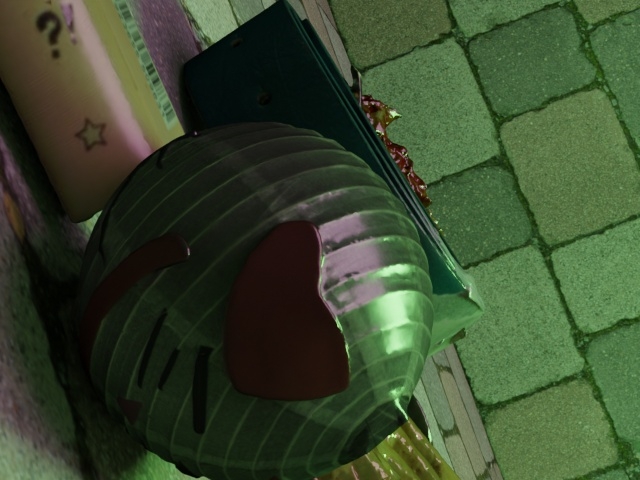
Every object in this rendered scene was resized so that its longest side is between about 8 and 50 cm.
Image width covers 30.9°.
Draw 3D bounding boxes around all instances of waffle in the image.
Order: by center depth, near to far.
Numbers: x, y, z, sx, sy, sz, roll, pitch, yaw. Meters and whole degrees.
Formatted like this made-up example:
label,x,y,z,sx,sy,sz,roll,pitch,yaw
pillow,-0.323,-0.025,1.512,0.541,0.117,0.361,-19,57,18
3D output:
label,x,y,z,sx,sy,sz,roll,pitch,yaw
waffle,0.058,0.226,1.138,0.304,0.077,0.348,52,6,2

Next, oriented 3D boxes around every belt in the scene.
label,x,y,z,sx,sy,sz,roll,pitch,yaw
belt,0.016,-0.062,1.285,0.436,0.173,0.300,63,10,21

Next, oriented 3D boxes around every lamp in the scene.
label,x,y,z,sx,sy,sz,roll,pitch,yaw
lamp,-0.036,0.044,0.726,0.265,0.233,0.233,89,-12,-54

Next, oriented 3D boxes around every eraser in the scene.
label,x,y,z,sx,sy,sz,roll,pitch,yaw
eraser,-0.189,-0.171,0.788,0.171,0.087,0.290,-86,155,-73

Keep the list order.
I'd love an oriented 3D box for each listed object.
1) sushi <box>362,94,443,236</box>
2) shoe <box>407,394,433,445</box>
label,x,y,z,sx,sy,sz,roll,pitch,yaw
sushi,0.069,-0.045,1.706,0.343,0.182,0.196,66,16,1
shoe,0.062,0.182,1.412,0.098,0.103,0.275,84,-9,-71
